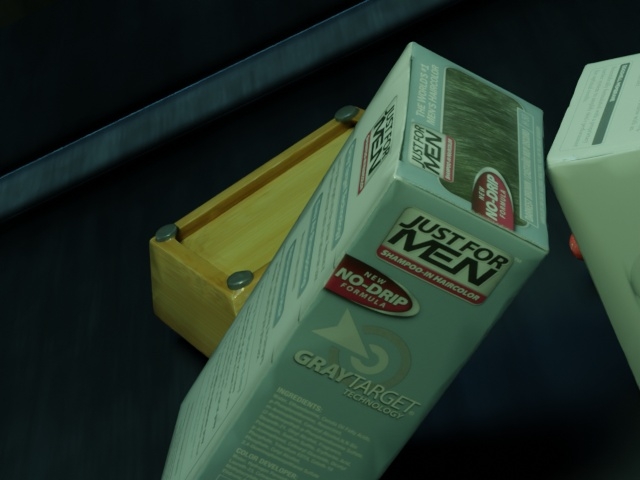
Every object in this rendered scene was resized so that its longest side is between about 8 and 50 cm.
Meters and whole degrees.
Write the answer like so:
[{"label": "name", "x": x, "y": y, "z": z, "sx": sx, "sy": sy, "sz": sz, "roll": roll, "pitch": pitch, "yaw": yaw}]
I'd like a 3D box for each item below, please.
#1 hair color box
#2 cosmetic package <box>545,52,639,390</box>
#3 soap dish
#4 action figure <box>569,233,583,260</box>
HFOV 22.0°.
[{"label": "hair color box", "x": 0.013, "y": 0.069, "z": 1.143, "sx": 0.374, "sy": 0.113, "sz": 0.185, "roll": -58, "pitch": 12, "yaw": 31}, {"label": "cosmetic package", "x": 0.308, "y": -0.019, "z": 1.130, "sx": 0.225, "sy": 0.224, "sz": 0.138, "roll": -9, "pitch": 33, "yaw": 31}, {"label": "soap dish", "x": 0.000, "y": 0.000, "z": 1.483, "sx": 0.291, "sy": 0.118, "sz": 0.229, "roll": -34, "pitch": 28, "yaw": -15}, {"label": "action figure", "x": 0.326, "y": -0.063, "z": 1.337, "sx": 0.280, "sy": 0.091, "sz": 0.139, "roll": -23, "pitch": 34, "yaw": 5}]
